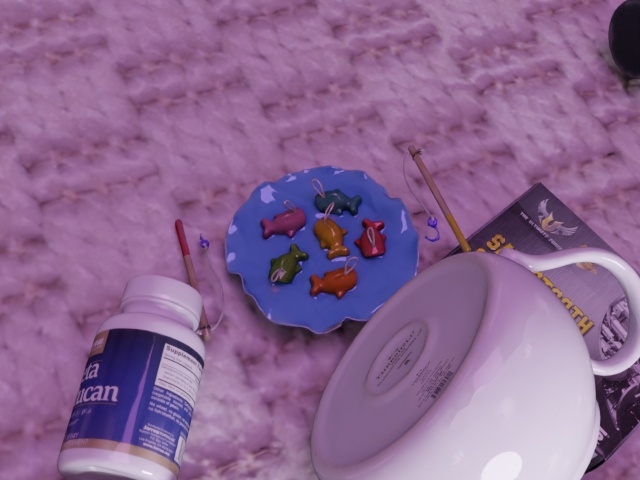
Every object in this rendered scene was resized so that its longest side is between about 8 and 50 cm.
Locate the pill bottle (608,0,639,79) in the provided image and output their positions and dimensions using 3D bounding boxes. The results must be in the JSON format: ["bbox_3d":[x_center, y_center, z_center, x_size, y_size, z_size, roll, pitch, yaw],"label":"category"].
[{"bbox_3d":[0.460,-0.259,1.070,0.219,0.122,0.122,-15,65,-19],"label":"pill bottle"}]

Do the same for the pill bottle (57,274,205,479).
[{"bbox_3d":[-0.148,0.117,0.739,0.094,0.094,0.169,12,58,-5],"label":"pill bottle"}]

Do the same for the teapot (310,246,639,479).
[{"bbox_3d":[0.131,0.142,0.718,0.187,0.256,0.252,38,39,-15],"label":"teapot"}]

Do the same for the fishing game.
[{"bbox_3d":[0.000,0.000,0.838,0.264,0.041,0.189,-15,57,-6],"label":"fishing game"}]

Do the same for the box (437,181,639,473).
[{"bbox_3d":[0.229,0.078,0.865,0.183,0.056,0.231,-35,73,-26],"label":"box"}]
